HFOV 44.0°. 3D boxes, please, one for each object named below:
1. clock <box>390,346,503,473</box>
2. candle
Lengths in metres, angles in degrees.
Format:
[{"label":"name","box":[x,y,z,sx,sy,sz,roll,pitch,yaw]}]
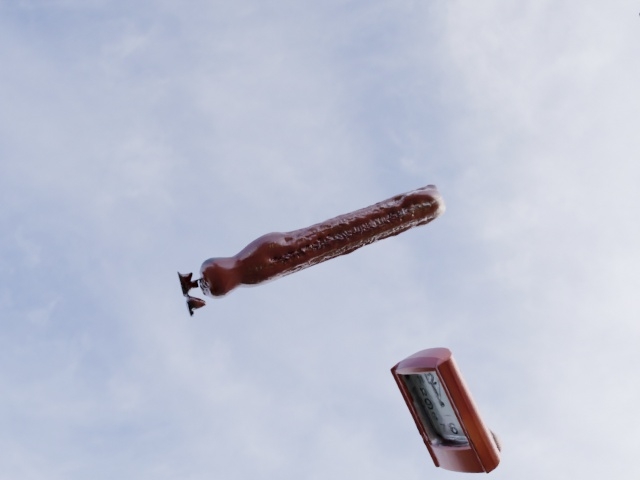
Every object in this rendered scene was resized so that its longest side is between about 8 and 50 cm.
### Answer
[{"label":"clock","box":[0.164,0.214,1.014,0.061,0.113,0.155,-28,-86,-28]},{"label":"candle","box":[0.000,0.000,0.876,0.329,0.048,0.051,-20,-51,-21]}]
